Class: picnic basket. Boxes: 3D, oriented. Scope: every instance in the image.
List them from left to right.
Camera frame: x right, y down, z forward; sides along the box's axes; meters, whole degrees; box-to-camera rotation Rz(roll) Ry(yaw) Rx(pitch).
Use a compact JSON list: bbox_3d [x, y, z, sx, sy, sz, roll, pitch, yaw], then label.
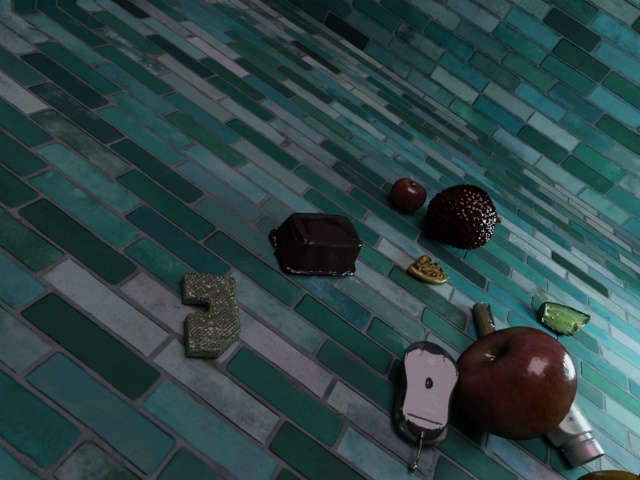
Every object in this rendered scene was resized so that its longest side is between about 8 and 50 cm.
[{"bbox_3d":[0.000,0.000,1.629,0.297,0.129,0.222,3,45,-35],"label":"picnic basket"}]

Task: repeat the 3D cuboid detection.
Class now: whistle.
[{"bbox_3d":[0.582,0.344,1.719,0.068,0.057,0.326,-8,38,13],"label":"whistle"}]

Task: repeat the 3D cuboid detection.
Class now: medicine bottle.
[{"bbox_3d":[0.752,0.547,1.571,0.161,0.111,0.296,6,46,-31],"label":"medicine bottle"}]

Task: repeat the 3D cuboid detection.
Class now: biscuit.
[{"bbox_3d":[-0.282,0.188,1.288,0.148,0.046,0.249,11,42,-27],"label":"biscuit"}]

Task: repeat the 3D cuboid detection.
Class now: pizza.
[{"bbox_3d":[0.395,0.103,1.860,0.175,0.046,0.134,10,43,-26],"label":"pizza"}]

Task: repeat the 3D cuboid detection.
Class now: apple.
[{"bbox_3d":[0.369,-0.191,2.110,0.154,0.119,0.153,19,34,-13],"label":"apple"},{"bbox_3d":[0.560,0.414,1.436,0.269,0.345,0.345,57,36,-11],"label":"apple"}]

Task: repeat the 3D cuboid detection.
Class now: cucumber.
[{"bbox_3d":[0.968,0.317,2.003,0.193,0.115,0.086,23,-5,-5],"label":"cucumber"}]

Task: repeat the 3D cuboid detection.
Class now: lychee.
[{"bbox_3d":[0.584,-0.096,2.041,0.305,0.275,0.275,7,40,2],"label":"lychee"}]

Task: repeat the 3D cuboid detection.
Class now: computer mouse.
[{"bbox_3d":[0.276,0.449,1.368,0.167,0.090,0.379,20,52,4],"label":"computer mouse"}]

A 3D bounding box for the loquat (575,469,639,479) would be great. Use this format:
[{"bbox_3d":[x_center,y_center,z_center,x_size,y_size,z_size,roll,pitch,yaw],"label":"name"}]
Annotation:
[{"bbox_3d":[0.776,0.714,1.218,0.329,0.359,0.328,37,15,-12],"label":"loquat"}]
